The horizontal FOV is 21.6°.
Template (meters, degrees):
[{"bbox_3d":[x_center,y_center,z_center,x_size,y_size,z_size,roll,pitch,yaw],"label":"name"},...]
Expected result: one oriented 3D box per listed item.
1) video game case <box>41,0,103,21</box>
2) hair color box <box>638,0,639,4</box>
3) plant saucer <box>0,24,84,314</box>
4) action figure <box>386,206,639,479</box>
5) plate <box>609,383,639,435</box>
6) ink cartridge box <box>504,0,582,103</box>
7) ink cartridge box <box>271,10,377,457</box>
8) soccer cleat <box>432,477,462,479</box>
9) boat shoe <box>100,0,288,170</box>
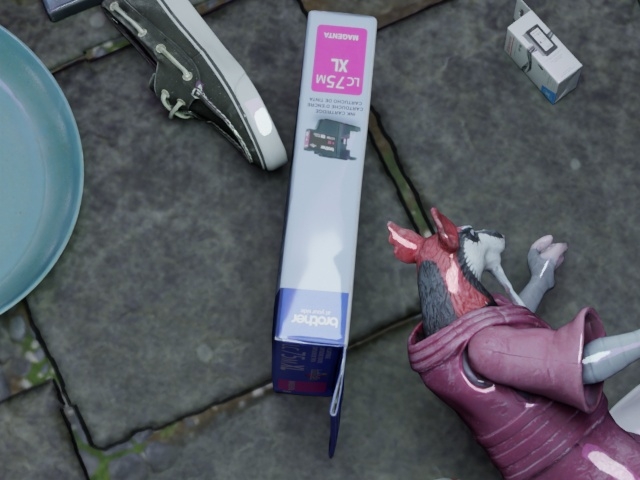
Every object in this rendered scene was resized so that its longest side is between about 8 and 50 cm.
[{"bbox_3d":[-0.200,-0.349,1.502,0.196,0.026,0.274,-23,73,-6],"label":"video game case"},{"bbox_3d":[0.409,-0.346,1.447,0.339,0.110,0.185,-18,75,-3],"label":"hair color box"},{"bbox_3d":[-0.354,-0.059,1.367,0.317,0.044,0.317,7,65,-15],"label":"plant saucer"},{"bbox_3d":[0.155,0.138,1.211,0.276,0.248,0.370,-41,93,-7],"label":"action figure"},{"bbox_3d":[0.401,0.157,1.265,0.278,0.045,0.277,-46,73,27],"label":"plate"},{"bbox_3d":[0.183,-0.161,1.424,0.028,0.048,0.083,-37,75,-10],"label":"ink cartridge box"},{"bbox_3d":[0.000,0.000,1.306,0.065,0.186,0.311,3,74,-1],"label":"ink cartridge box"},{"bbox_3d":[0.106,0.333,1.238,0.109,0.116,0.318,-6,73,-1],"label":"soccer cleat"},{"bbox_3d":[-0.107,-0.134,1.411,0.070,0.078,0.219,-33,67,-9],"label":"boat shoe"}]
